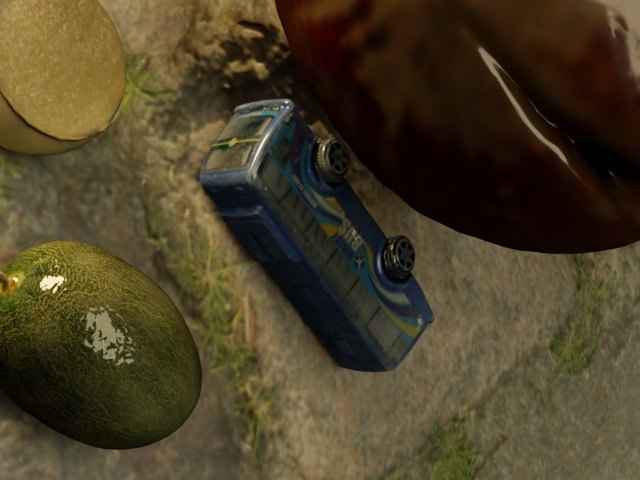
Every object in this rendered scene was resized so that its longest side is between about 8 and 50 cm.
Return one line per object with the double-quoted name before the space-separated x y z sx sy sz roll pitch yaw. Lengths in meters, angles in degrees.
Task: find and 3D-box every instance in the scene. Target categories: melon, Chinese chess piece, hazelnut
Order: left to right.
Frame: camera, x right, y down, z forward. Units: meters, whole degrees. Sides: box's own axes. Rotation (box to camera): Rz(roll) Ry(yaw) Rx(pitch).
"Chinese chess piece" -0.185 -0.116 0.855 0.122 0.051 0.122 15 70 -47
"melon" -0.146 0.066 0.819 0.167 0.114 0.114 44 52 -38
"hazelnut" 0.142 -0.193 1.002 0.402 0.402 0.429 -33 94 -48

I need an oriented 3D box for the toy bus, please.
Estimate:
"toy bus" 0.001 0.001 1.029 0.236 0.079 0.094 53 49 -29
